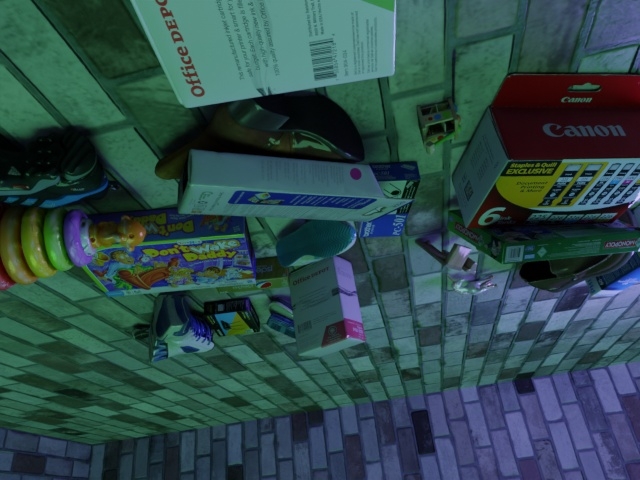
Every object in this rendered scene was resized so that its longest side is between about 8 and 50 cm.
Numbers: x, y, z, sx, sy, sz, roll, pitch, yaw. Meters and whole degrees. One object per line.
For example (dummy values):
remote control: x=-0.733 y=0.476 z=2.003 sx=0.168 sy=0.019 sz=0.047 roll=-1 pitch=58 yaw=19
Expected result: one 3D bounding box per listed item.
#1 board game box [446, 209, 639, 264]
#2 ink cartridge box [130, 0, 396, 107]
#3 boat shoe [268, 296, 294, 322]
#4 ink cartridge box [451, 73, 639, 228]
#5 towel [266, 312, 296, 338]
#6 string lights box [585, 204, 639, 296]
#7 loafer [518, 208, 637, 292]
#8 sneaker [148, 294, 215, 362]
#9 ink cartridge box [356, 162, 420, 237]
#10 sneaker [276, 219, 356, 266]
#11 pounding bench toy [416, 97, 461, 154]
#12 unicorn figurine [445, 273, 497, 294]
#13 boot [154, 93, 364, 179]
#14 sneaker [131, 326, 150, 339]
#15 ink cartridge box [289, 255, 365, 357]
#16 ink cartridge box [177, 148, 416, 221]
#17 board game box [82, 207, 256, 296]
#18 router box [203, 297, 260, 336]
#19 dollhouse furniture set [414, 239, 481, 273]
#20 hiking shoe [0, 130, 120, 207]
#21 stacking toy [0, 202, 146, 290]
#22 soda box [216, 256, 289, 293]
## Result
board game box: x=0.455 y=-0.023 z=1.009 sx=0.317 sy=0.213 sz=0.046 roll=-4 pitch=109 yaw=-13
ink cartridge box: x=-0.057 y=-0.278 z=0.560 sx=0.272 sy=0.115 sz=0.198 roll=-8 pitch=150 yaw=2
boat shoe: x=-0.048 y=0.235 z=1.471 sx=0.254 sy=0.079 sz=0.095 roll=37 pitch=144 yaw=-22
ink cartridge box: x=0.433 y=-0.149 z=0.870 sx=0.309 sy=0.130 sz=0.272 roll=-3 pitch=149 yaw=-7
towel: x=-0.099 y=0.255 z=1.427 sx=0.119 sy=0.029 sz=0.067 roll=24 pitch=143 yaw=-3
string lights box: x=0.780 y=0.031 z=1.244 sx=0.076 sy=0.134 sz=0.260 roll=1 pitch=150 yaw=-14
loafer: x=0.632 y=0.040 z=1.230 sx=0.130 sy=0.134 sz=0.366 roll=0 pitch=149 yaw=-13
sneaker: x=-0.388 y=0.249 z=1.412 sx=0.182 sy=0.128 sz=0.315 roll=-2 pitch=149 yaw=-29
ink cartridge box: x=0.136 y=-0.078 z=1.012 sx=0.097 sy=0.046 sz=0.207 roll=-2 pitch=150 yaw=-5
sneaker: x=0.000 y=0.000 z=1.066 sx=0.092 sy=0.088 sz=0.228 roll=-11 pitch=176 yaw=-42
pounding bench toy: x=0.200 y=-0.183 z=0.807 sx=0.065 sy=0.083 sz=0.052 roll=-12 pitch=149 yaw=10
unicorn figurine: x=0.449 y=0.133 z=1.425 sx=0.111 sy=0.060 sz=0.162 roll=-22 pitch=146 yaw=23
boot: x=-0.098 y=-0.136 z=0.826 sx=0.264 sy=0.096 sz=0.280 roll=4 pitch=157 yaw=-43
sneaker: x=-0.530 y=0.283 z=1.513 sx=0.109 sy=0.040 sz=0.043 roll=11 pitch=-177 yaw=-42
ink cartridge box: x=0.012 y=0.168 z=1.239 sx=0.158 sy=0.218 sz=0.092 roll=-26 pitch=150 yaw=30
ink cartridge box: x=-0.044 y=-0.081 z=0.824 sx=0.370 sy=0.069 sz=0.175 roll=4 pitch=168 yaw=-21
board game box: x=-0.326 y=0.027 z=1.066 sx=0.346 sy=0.078 sz=0.233 roll=-5 pitch=150 yaw=-3
router box: x=-0.261 y=0.232 z=1.463 sx=0.133 sy=0.046 sz=0.179 roll=-7 pitch=150 yaw=0
dollhouse furniture set: x=0.346 y=-0.017 z=1.180 sx=0.144 sy=0.123 sz=0.151 roll=15 pitch=109 yaw=-33
hiking shoe: x=-0.502 y=-0.090 z=0.795 sx=0.303 sy=0.113 sz=0.132 roll=-3 pitch=154 yaw=-1
stacking toy: x=-0.468 y=-0.003 z=0.875 sx=0.301 sy=0.175 sz=0.166 roll=-7 pitch=-167 yaw=-9
soda box: x=-0.169 y=0.086 z=1.216 sx=0.181 sy=0.061 sz=0.058 roll=-6 pitch=150 yaw=-1
